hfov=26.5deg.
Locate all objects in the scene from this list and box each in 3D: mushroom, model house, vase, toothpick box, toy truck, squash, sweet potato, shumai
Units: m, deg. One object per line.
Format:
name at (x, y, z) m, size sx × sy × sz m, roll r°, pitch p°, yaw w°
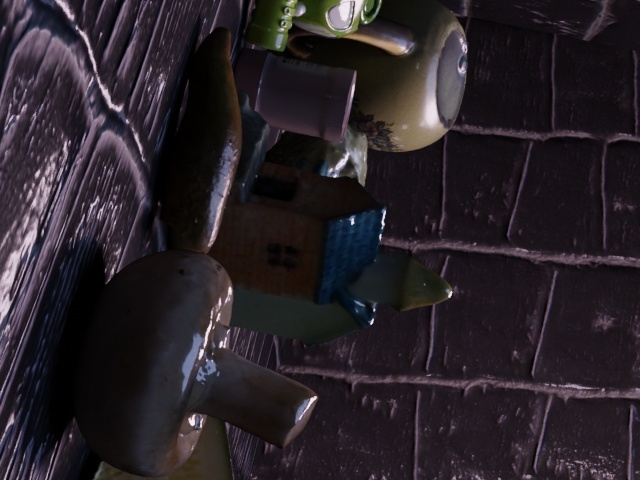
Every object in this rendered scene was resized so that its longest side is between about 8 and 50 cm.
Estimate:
mushroom at (-0.109, 0.119, 1.207) m, size 0.207 × 0.215 × 0.207 m, roll 21°, pitch 90°, yaw -86°
model house at (0.000, 0.000, 1.583) m, size 0.194 × 0.325 × 0.267 m, roll -70°, pitch 172°, yaw -49°
vase at (0.044, -0.273, 2.019) m, size 0.329 × 0.302 × 0.241 m, roll 39°, pitch 62°, yaw -66°
toothpick box at (-0.035, -0.187, 1.752) m, size 0.098 × 0.149 × 0.098 m, roll 12°, pitch 90°, yaw -86°
toy truck at (-0.016, -0.345, 1.734) m, size 0.210 × 0.148 × 0.187 m, roll -27°, pitch 136°, yaw -52°
squash at (-0.188, 0.198, 1.409) m, size 0.093 × 0.169 × 0.252 m, roll 102°, pitch -20°, yaw -48°
sweet potato at (-0.119, -0.106, 1.401) m, size 0.077 × 0.077 × 0.244 m, roll 53°, pitch 46°, yaw -85°
shumai at (0.012, -0.045, 1.898) m, size 0.261 × 0.222 × 0.225 m, roll -55°, pitch -161°, yaw 25°
